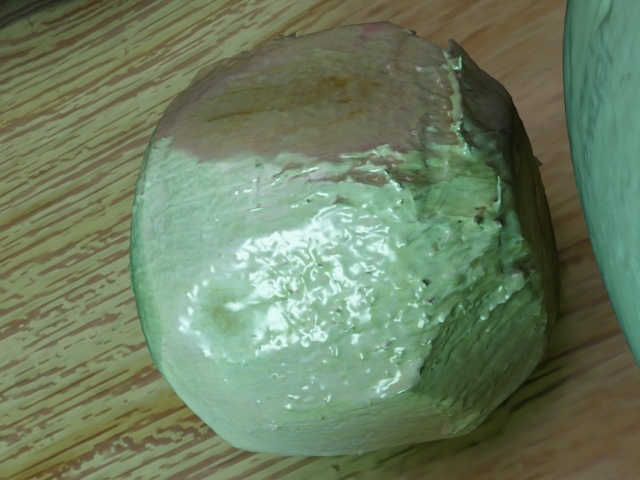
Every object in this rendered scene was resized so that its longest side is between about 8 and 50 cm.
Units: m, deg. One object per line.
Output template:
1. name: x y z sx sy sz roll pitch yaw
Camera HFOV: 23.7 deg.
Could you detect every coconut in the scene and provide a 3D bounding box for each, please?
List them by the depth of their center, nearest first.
1. coconut: 0.001 0.001 0.654 0.194 0.194 0.194 -17 53 23

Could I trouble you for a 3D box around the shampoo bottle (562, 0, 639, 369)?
1. shampoo bottle: 0.234 -0.029 0.424 0.322 0.322 0.317 -41 38 3
